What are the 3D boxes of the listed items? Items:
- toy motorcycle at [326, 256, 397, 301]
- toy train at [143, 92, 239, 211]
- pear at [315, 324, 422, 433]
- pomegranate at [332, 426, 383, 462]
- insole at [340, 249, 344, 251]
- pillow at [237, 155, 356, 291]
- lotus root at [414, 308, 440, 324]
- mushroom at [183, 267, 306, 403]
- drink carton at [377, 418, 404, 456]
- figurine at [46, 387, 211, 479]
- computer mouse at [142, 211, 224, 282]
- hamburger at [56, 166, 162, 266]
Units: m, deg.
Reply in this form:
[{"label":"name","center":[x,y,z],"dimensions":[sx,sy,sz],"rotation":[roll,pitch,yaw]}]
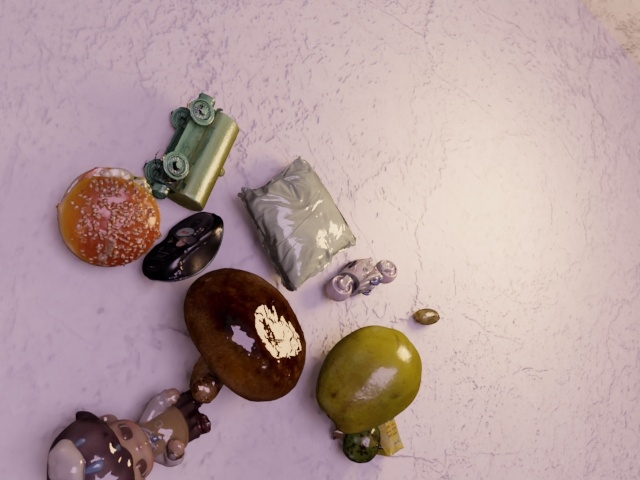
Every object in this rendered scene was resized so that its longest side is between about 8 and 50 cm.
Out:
[{"label":"toy motorcycle","center":[0.117,0.104,1.723],"dimensions":[0.254,0.112,0.113],"rotation":[-16,90,-35]},{"label":"toy train","center":[-0.309,-0.218,1.473],"dimensions":[0.189,0.126,0.308],"rotation":[31,65,-25]},{"label":"pear","center":[0.126,0.369,1.581],"dimensions":[0.307,0.253,0.253],"rotation":[-41,104,-22]},{"label":"pomegranate","center":[0.094,0.542,1.620],"dimensions":[0.161,0.122,0.122],"rotation":[23,65,9]},{"label":"insole","center":[0.000,0.000,1.709],"dimensions":[0.197,0.004,0.065],"rotation":[8,77,-32]},{"label":"pillow","center":[-0.056,-0.057,1.605],"dimensions":[0.283,0.138,0.310],"rotation":[-33,96,-38]},{"label":"lotus root","center":[0.340,0.239,1.860],"dimensions":[0.099,0.054,0.049],"rotation":[4,100,-32]},{"label":"mushroom","center":[-0.168,0.221,1.417],"dimensions":[0.345,0.238,0.345],"rotation":[-5,90,-67]},{"label":"drink carton","center":[0.173,0.509,1.691],"dimensions":[0.084,0.074,0.200],"rotation":[-17,92,-35]},{"label":"figurine","center":[-0.388,0.448,1.254],"dimensions":[0.364,0.206,0.218],"rotation":[-17,103,-36]},{"label":"computer mouse","center":[-0.321,0.026,1.422],"dimensions":[0.233,0.137,0.096],"rotation":[-49,127,-31]},{"label":"hamburger","center":[-0.474,-0.051,1.324],"dimensions":[0.236,0.147,0.237],"rotation":[4,82,-30]}]
